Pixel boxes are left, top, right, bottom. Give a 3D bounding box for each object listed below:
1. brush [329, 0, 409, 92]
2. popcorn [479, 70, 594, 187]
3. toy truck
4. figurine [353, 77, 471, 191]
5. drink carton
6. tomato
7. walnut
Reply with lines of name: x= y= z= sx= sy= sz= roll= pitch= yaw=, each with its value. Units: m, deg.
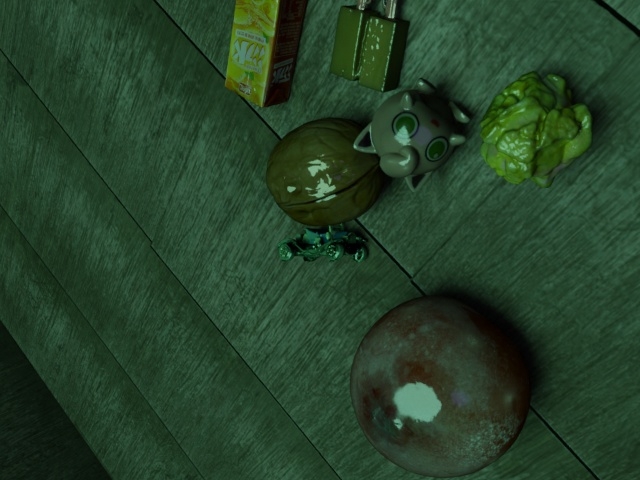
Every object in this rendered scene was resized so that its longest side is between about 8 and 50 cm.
brush: x=0.081 y=-0.339 z=0.922 sx=0.103 sy=0.047 sz=0.233 roll=28 pitch=124 yaw=30
popcorn: x=0.260 y=-0.132 z=0.788 sx=0.126 sy=0.145 sz=0.125 roll=37 pitch=124 yaw=14
toy truck: x=0.001 y=0.000 z=1.128 sx=0.154 sy=0.080 sz=0.077 roll=-2 pitch=86 yaw=42
figurine: x=0.131 y=-0.148 z=0.906 sx=0.125 sy=0.125 sz=0.138 roll=46 pitch=107 yaw=17
drink carton: x=-0.088 y=-0.339 z=1.053 sx=0.096 sy=0.071 sz=0.222 roll=33 pitch=128 yaw=26
tomato: x=0.167 y=0.225 z=0.975 sx=0.270 sy=0.227 sz=0.270 roll=19 pitch=120 yaw=38
walnut: x=0.008 y=-0.105 z=1.013 sx=0.207 sy=0.167 sz=0.167 roll=-6 pitch=104 yaw=45
